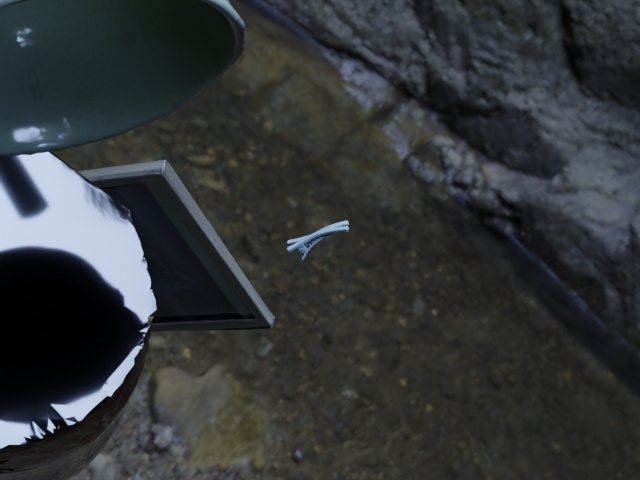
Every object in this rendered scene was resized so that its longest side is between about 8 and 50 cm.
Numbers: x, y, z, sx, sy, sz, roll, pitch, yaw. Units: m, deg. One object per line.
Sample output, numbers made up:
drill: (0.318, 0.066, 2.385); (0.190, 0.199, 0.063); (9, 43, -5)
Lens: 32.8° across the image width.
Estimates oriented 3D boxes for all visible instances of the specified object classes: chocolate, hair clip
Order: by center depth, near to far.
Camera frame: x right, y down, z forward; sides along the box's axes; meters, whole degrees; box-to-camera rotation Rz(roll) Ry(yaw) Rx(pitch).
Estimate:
chocolate: (-0.388, 0.124, 1.300); (0.383, 0.331, 0.384); (6, 64, -13)
hair clip: (0.000, -0.001, 1.873); (0.039, 0.115, 0.030); (53, 22, -33)

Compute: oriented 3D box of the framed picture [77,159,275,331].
framed picture: (-0.307, 0.031, 1.847); (0.446, 0.326, 0.028); (59, 33, -47)

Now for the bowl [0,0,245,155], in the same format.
bowl: (-0.234, -0.197, 0.911); (0.307, 0.307, 0.163); (-10, 75, -40)
